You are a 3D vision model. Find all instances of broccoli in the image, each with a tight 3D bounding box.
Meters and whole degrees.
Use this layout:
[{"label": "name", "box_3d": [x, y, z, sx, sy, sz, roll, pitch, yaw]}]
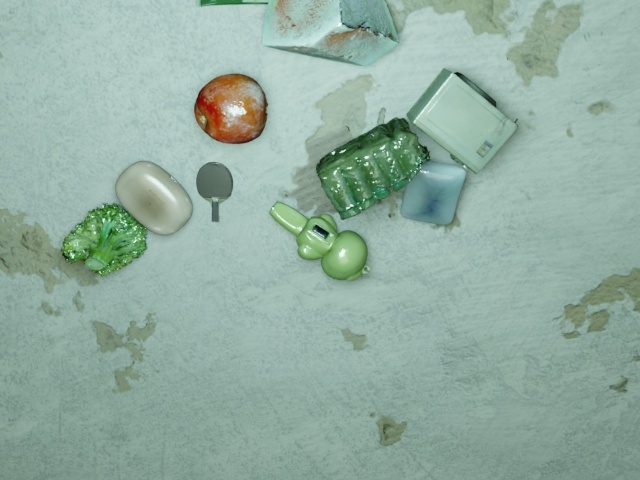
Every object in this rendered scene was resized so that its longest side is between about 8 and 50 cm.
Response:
[{"label": "broccoli", "box_3d": [-0.552, 0.012, 1.517, 0.219, 0.194, 0.194, -9, 112, 1]}]

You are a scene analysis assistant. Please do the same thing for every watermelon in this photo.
[{"label": "watermelon", "box_3d": [-0.004, -0.493, 1.291, 0.289, 0.214, 0.320, -19, 122, 10]}]

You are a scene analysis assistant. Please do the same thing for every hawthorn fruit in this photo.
[{"label": "hawthorn fruit", "box_3d": [-0.207, -0.305, 1.399, 0.172, 0.173, 0.173, 0, 112, 1]}]

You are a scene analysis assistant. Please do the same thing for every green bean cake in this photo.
[{"label": "green bean cake", "box_3d": [0.120, -0.181, 1.401, 0.255, 0.241, 0.132, -30, 104, 13]}]

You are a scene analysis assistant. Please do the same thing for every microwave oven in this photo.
[{"label": "microwave oven", "box_3d": [0.329, -0.284, 1.416, 0.205, 0.129, 0.163, 36, 106, -13]}]

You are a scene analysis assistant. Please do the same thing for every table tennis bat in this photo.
[{"label": "table tennis bat", "box_3d": [-0.273, -0.125, 1.552, 0.095, 0.014, 0.158, 2, 110, -1]}]

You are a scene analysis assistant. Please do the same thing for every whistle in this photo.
[{"label": "whistle", "box_3d": [0.000, 0.005, 1.559, 0.294, 0.141, 0.141, 30, 111, 10]}]

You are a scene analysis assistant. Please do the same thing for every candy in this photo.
[{"label": "candy", "box_3d": [0.277, -0.119, 1.496, 0.138, 0.071, 0.174, 10, 133, 5]}]

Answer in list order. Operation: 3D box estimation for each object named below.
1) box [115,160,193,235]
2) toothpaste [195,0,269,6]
[{"label": "box", "box_3d": [-0.420, -0.106, 1.521, 0.146, 0.088, 0.200, -40, 105, 14]}, {"label": "toothpaste", "box_3d": [-0.184, -0.556, 1.367, 0.204, 0.031, 0.049, 2, 111, 2]}]
